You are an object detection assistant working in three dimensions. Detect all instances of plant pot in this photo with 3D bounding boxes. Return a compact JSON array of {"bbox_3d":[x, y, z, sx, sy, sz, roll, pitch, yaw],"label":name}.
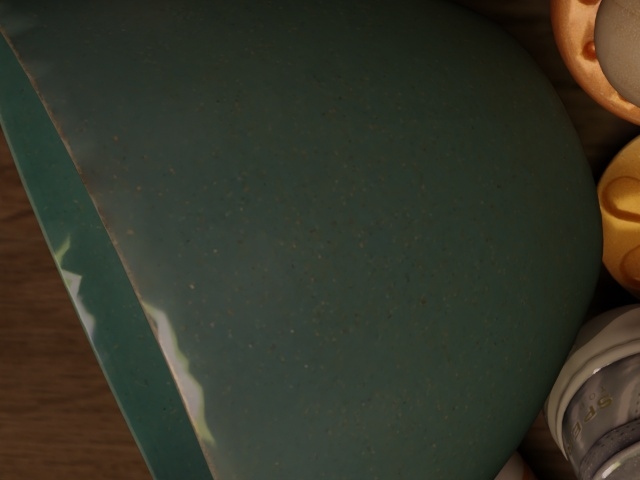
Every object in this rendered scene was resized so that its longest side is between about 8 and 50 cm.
[{"bbox_3d":[0.000,0.000,0.582,0.195,0.290,0.290,-24,111,-14],"label":"plant pot"}]

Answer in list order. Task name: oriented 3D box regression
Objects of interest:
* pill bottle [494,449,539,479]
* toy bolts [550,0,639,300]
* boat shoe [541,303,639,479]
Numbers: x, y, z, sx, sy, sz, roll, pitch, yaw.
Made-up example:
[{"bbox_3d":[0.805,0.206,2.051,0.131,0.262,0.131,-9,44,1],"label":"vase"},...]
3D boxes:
[{"bbox_3d":[0.106,0.214,0.715,0.121,0.121,0.216,-31,104,25],"label":"pill bottle"},{"bbox_3d":[0.205,-0.037,0.546,0.228,0.158,0.218,3,116,14],"label":"toy bolts"},{"bbox_3d":[0.259,0.103,0.606,0.320,0.103,0.118,10,119,-9],"label":"boat shoe"}]
